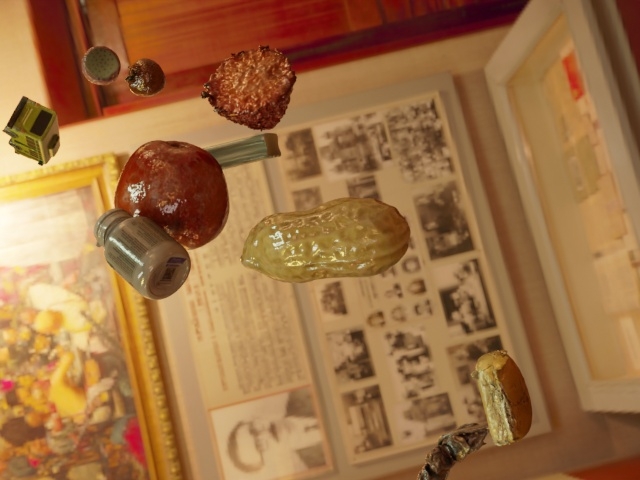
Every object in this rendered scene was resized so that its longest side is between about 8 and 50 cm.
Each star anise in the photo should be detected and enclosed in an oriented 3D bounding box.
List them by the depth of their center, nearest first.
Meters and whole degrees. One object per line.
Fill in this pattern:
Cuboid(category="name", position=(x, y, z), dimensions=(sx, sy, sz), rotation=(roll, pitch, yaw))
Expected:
Cuboid(category="star anise", position=(0.298, 0.471, 1.924), dimensions=(0.081, 0.262, 0.230), rotation=(46, -160, 21))

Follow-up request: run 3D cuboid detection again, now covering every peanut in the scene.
Cuboid(category="peanut", position=(0.000, 0.000, 1.525), dimensions=(0.140, 0.325, 0.153), rotation=(64, -147, -35))

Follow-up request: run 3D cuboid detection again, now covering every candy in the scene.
Cuboid(category="candy", position=(-0.582, -0.464, 2.279), dimensions=(0.043, 0.103, 0.103), rotation=(166, 90, -68))

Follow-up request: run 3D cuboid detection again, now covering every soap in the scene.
Cuboid(category="soap", position=(-0.214, -0.225, 2.222), dimensions=(0.119, 0.198, 0.066), rotation=(-21, -81, -74))

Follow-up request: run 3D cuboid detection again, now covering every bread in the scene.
Cuboid(category="bread", position=(0.220, 0.185, 1.028), dimensions=(0.072, 0.053, 0.106), rotation=(-15, -87, -67))

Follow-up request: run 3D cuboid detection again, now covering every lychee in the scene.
Cuboid(category="lychee", position=(-0.482, -0.452, 2.350), dimensions=(0.140, 0.114, 0.101), rotation=(39, -127, -44))

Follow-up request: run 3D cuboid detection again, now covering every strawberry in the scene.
Cuboid(category="strawberry", position=(-0.161, -0.336, 2.085), dimensions=(0.178, 0.234, 0.234), rotation=(74, 180, -53))

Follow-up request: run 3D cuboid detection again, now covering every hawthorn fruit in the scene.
Cuboid(category="hawthorn fruit", position=(-0.352, -0.102, 2.049), dimensions=(0.284, 0.284, 0.284), rotation=(166, 90, -88))

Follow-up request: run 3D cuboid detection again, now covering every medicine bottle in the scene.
Cuboid(category="medicine bottle", position=(-0.390, 0.021, 1.846), dimensions=(0.215, 0.135, 0.135), rotation=(36, 154, 30))

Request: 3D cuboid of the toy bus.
Cuboid(category="toy bus", position=(-0.628, -0.236, 1.889), dimensions=(0.175, 0.101, 0.088), rotation=(133, 159, -71))
